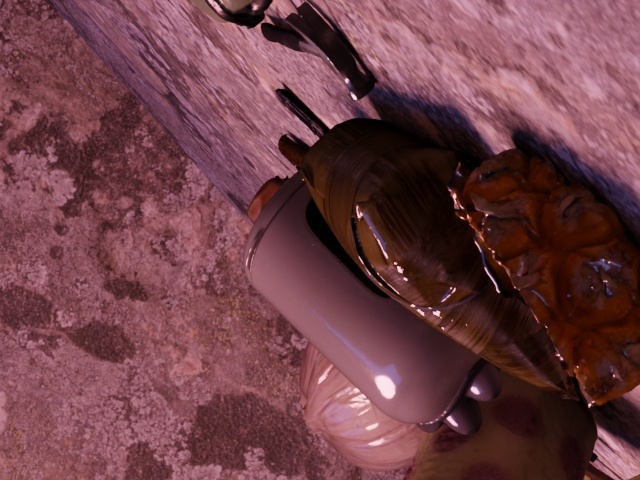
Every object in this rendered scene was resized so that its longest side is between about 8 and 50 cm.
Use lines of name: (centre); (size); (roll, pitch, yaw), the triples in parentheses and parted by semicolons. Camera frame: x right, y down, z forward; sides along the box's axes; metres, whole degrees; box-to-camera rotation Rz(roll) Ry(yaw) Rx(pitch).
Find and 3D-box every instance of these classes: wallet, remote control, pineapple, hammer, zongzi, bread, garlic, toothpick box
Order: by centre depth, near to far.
pineapple: (0.198, 0.025, 1.121); (0.236, 0.114, 0.186); (56, 179, 34)
zongzi: (0.122, 0.021, 1.402); (0.300, 0.138, 0.286); (49, 176, -21)
hammer: (-0.023, -0.209, 1.469); (0.103, 0.029, 0.246); (51, 175, -24)
toothpick box: (0.082, 0.074, 1.576); (0.316, 0.229, 0.229); (44, 173, 26)
bread: (0.196, 0.286, 1.597); (0.155, 0.338, 0.187); (-16, 118, 38)
remote control: (-0.020, -0.158, 1.797); (0.096, 0.014, 0.039); (45, 173, 19)
wallet: (0.024, -0.059, 1.978); (0.133, 0.039, 0.243); (47, 178, -35)
garlic: (0.093, 0.265, 2.454); (0.317, 0.259, 0.317); (158, 90, -89)

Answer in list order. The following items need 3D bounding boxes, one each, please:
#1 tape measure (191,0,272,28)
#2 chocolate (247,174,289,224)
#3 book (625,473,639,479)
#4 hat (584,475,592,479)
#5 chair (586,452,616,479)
tape measure: (-0.110, -0.281, 1.235); (0.207, 0.115, 0.235); (51, 173, -5)
chocolate: (0.000, 0.000, 2.103); (0.214, 0.093, 0.148); (40, -174, 16)
book: (0.357, 0.407, 1.447); (0.428, 0.300, 0.039); (51, -162, -28)
hat: (0.351, 0.333, 2.062); (0.146, 0.067, 0.146); (18, 117, 38)
chair: (0.243, 0.282, 1.931); (0.319, 0.186, 0.160); (39, 174, 46)
